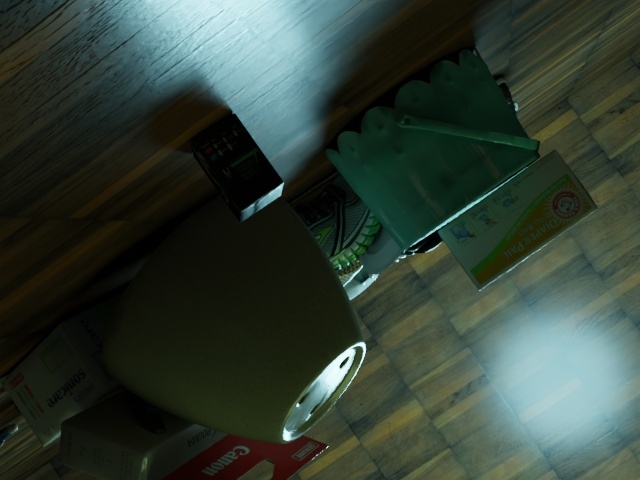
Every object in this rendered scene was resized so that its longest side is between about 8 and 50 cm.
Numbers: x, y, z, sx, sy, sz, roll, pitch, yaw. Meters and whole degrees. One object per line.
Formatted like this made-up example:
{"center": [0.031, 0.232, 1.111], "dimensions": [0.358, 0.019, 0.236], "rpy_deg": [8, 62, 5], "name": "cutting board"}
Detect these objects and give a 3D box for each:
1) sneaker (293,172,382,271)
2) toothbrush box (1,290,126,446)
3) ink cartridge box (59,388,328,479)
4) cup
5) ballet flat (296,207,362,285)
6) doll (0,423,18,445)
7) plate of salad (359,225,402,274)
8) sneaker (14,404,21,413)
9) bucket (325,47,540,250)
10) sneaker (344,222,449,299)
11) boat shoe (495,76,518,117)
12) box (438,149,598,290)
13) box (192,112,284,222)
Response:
{"center": [-0.018, -0.007, 1.797], "dimensions": [0.343, 0.146, 0.134], "rpy_deg": [-51, -151, 5], "name": "sneaker"}
{"center": [-0.298, 0.163, 1.638], "dimensions": [0.206, 0.122, 0.283], "rpy_deg": [-40, 174, 40], "name": "toothbrush box"}
{"center": [-0.163, 0.266, 1.503], "dimensions": [0.296, 0.261, 0.066], "rpy_deg": [-24, 126, -61], "name": "ink cartridge box"}
{"center": [-0.083, 0.127, 1.430], "dimensions": [0.331, 0.237, 0.331], "rpy_deg": [-44, 160, -21], "name": "cup"}
{"center": [0.053, -0.046, 1.969], "dimensions": [0.483, 0.164, 0.182], "rpy_deg": [-40, 153, -2], "name": "ballet flat"}
{"center": [-0.612, 0.370, 1.998], "dimensions": [0.129, 0.046, 0.189], "rpy_deg": [-33, 175, -6], "name": "doll"}
{"center": [0.119, -0.038, 1.802], "dimensions": [0.048, 0.200, 0.200], "rpy_deg": [17, 149, -22], "name": "plate of salad"}
{"center": [-0.481, 0.311, 1.989], "dimensions": [0.083, 0.098, 0.223], "rpy_deg": [-34, 175, -2], "name": "sneaker"}
{"center": [0.166, -0.125, 1.566], "dimensions": [0.281, 0.183, 0.281], "rpy_deg": [-35, 177, -2], "name": "bucket"}
{"center": [0.102, -0.002, 2.183], "dimensions": [0.447, 0.169, 0.257], "rpy_deg": [-45, -173, 13], "name": "sneaker"}
{"center": [0.333, -0.240, 2.101], "dimensions": [0.114, 0.091, 0.302], "rpy_deg": [-36, 175, 13], "name": "boat shoe"}
{"center": [0.280, -0.030, 1.565], "dimensions": [0.203, 0.103, 0.114], "rpy_deg": [-35, 176, 7], "name": "box"}
{"center": [-0.080, -0.069, 1.053], "dimensions": [0.052, 0.083, 0.062], "rpy_deg": [-35, 175, -10], "name": "box"}
